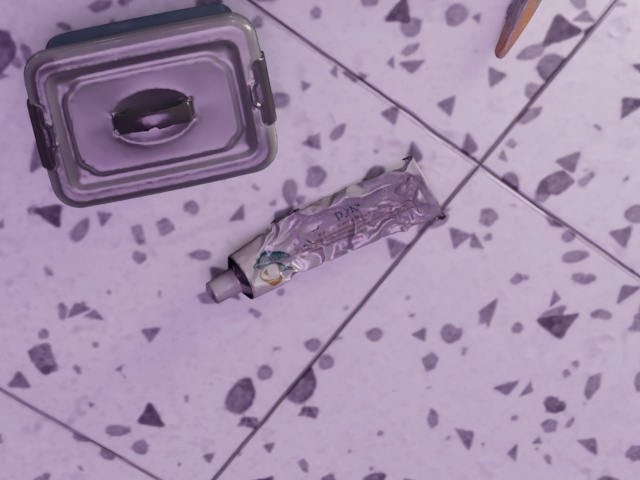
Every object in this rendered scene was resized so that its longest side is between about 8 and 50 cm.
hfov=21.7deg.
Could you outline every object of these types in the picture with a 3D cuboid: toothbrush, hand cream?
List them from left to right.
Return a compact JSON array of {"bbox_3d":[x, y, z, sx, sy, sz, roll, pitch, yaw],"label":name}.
[{"bbox_3d":[-0.001,-0.002,1.728,0.257,0.050,0.084,-28,118,-1],"label":"hand cream"},{"bbox_3d":[0.262,-0.339,1.613,0.037,0.028,0.375,21,111,-24],"label":"toothbrush"}]

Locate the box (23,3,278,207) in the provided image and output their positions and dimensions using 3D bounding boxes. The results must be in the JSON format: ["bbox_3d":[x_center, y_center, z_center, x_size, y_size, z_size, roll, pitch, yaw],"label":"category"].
[{"bbox_3d":[-0.162,-0.134,1.598,0.227,0.130,0.162,-12,116,-3],"label":"box"}]
